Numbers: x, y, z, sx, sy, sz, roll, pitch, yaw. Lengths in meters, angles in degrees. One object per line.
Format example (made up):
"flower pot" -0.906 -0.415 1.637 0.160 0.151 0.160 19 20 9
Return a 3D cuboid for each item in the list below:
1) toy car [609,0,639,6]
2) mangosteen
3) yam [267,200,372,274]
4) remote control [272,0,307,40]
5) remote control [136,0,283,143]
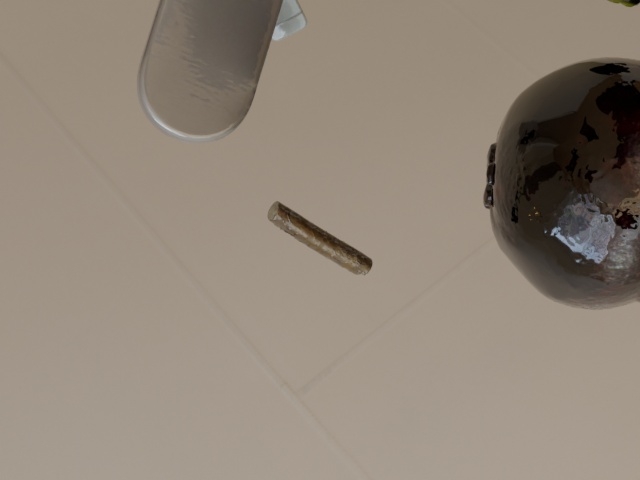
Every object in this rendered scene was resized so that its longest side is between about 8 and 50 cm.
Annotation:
"toy car" 0.369 -0.260 0.685 0.166 0.198 0.314 9 -151 -20
"mangosteen" 0.343 -0.072 0.928 0.313 0.297 0.297 -20 -124 27
"yam" 0.000 0.000 0.961 0.145 0.032 0.032 32 -124 -25
"remote control" -0.074 -0.320 0.933 0.050 0.184 0.027 -24 -148 8
"remote control" -0.055 -0.181 0.526 0.077 0.022 0.245 17 -94 -19
